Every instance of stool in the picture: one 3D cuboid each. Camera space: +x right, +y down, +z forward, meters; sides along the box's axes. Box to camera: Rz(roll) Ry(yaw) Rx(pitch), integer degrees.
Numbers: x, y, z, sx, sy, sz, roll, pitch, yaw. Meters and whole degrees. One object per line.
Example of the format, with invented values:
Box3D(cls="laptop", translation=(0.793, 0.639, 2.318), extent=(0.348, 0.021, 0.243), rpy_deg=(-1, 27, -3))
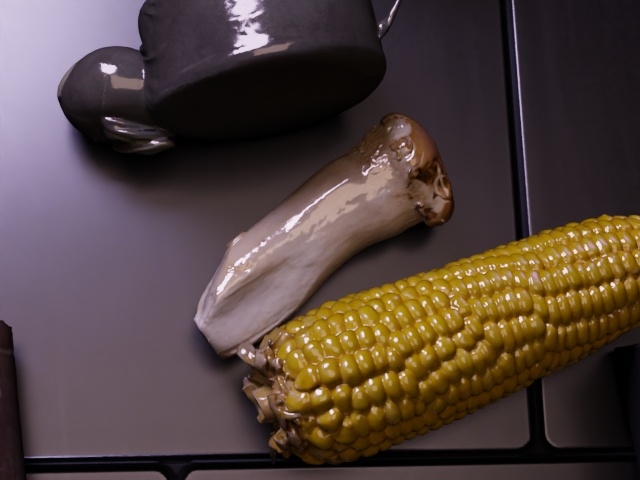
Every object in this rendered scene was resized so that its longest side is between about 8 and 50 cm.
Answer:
Box3D(cls="stool", translation=(-0.066, -0.144, 0.821), extent=(0.228, 0.153, 0.139), rpy_deg=(-12, 77, -11))

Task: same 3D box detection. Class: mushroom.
Box3D(cls="mushroom", translation=(0.000, 0.000, 0.840), extent=(0.209, 0.071, 0.084), rpy_deg=(-38, 115, -12))

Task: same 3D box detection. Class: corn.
Box3D(cls="corn", translation=(0.100, 0.063, 0.818), extent=(0.305, 0.106, 0.106), rpy_deg=(-18, 78, -15))

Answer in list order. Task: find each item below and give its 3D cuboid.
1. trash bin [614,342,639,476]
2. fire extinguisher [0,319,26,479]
Box3D(cls="trash bin", translation=(0.279, 0.165, 0.787), extent=(0.115, 0.165, 0.225), rpy_deg=(-2, 78, -10))
Box3D(cls="fire extinguisher", translation=(-0.204, 0.181, 0.751), extent=(0.089, 0.072, 0.267), rpy_deg=(-16, 75, 25))
